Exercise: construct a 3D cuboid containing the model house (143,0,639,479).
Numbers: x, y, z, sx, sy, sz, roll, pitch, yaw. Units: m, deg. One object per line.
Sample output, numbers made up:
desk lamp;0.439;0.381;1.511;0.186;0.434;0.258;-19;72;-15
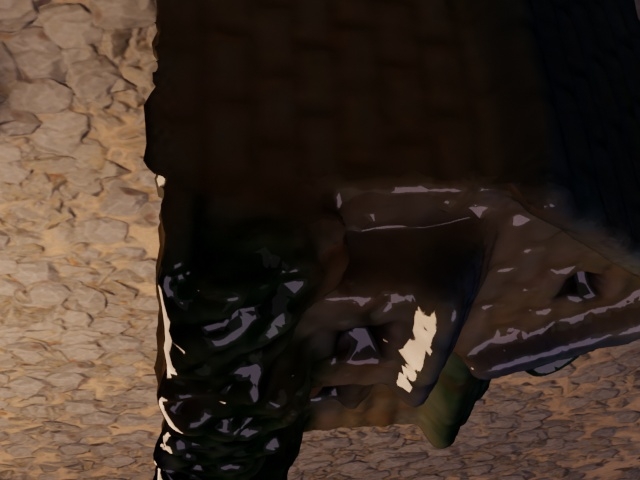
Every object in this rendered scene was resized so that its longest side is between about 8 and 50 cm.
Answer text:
model house;0.070;-0.014;0.847;0.400;0.395;0.445;-2;143;-10
